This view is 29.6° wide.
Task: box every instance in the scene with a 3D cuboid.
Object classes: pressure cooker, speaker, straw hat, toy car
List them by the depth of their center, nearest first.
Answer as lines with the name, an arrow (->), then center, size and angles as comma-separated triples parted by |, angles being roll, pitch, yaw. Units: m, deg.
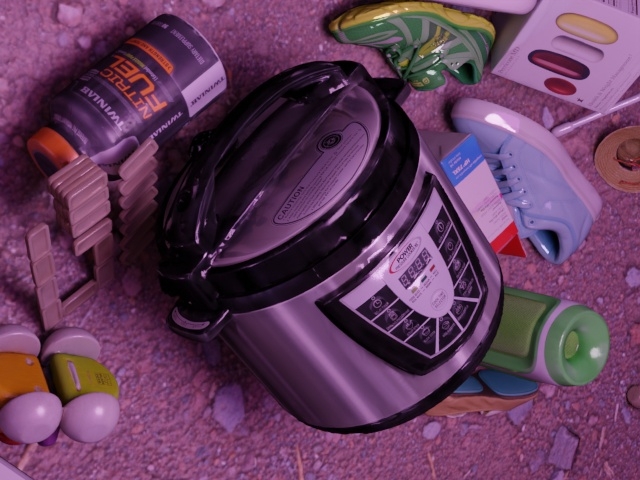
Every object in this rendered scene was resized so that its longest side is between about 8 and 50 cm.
toy car -> -0.342, 0.196, 1.489 | 0.182, 0.159, 0.136 | 6, 129, -36
pressure cooker -> -0.005, 0.000, 1.540 | 0.375, 0.370, 0.420 | -24, 125, 17
speaker -> 0.287, 0.134, 1.823 | 0.131, 0.296, 0.131 | -6, 101, -35
straw hat -> 0.544, -0.157, 2.108 | 0.144, 0.144, 0.061 | 52, 29, -30

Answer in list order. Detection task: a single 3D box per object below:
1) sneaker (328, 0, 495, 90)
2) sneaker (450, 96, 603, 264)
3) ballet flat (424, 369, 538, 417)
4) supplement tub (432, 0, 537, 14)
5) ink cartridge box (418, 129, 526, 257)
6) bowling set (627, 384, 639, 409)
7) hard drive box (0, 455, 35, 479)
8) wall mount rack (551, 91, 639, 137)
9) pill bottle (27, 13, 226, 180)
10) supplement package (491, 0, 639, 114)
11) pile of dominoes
sneaker -> 0.145, -0.283, 1.773 | 0.295, 0.109, 0.124 | 2, 92, -36
sneaker -> 0.318, -0.083, 1.915 | 0.366, 0.135, 0.150 | 37, 72, -33
ballet flat -> 0.253, 0.252, 1.971 | 0.232, 0.080, 0.073 | 6, 122, -34
supplement tub -> 0.215, -0.493, 1.693 | 0.235, 0.235, 0.325 | 1, 104, -36
ink cartridge box -> 0.208, -0.051, 1.839 | 0.078, 0.134, 0.231 | -41, 118, -25
bowling set -> 0.709, 0.221, 2.214 | 0.154, 0.200, 0.287 | 26, 86, -37
hard drive box -> -0.468, 0.306, 1.432 | 0.232, 0.089, 0.181 | 46, 71, -31
wall mount rack -> 0.488, -0.338, 2.011 | 0.304, 0.130, 0.350 | -39, 117, -28
pill bottle -> -0.243, -0.161, 1.497 | 0.245, 0.130, 0.130 | -44, 120, -23
supplement package -> 0.391, -0.330, 1.826 | 0.203, 0.194, 0.149 | 18, 50, -12
pile of dominoes -> -0.282, -0.015, 1.478 | 0.196, 0.040, 0.251 | -40, 161, -26
